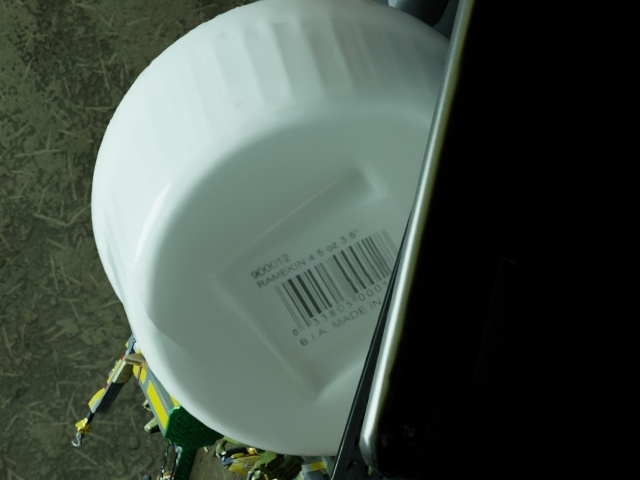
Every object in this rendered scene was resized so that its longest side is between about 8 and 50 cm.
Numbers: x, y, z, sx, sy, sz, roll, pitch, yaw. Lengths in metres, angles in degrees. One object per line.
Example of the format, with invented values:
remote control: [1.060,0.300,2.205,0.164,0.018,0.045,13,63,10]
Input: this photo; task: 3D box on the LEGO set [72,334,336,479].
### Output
LEGO set: [-0.075,0.129,1.498,0.331,0.255,0.192,97,151,-45]

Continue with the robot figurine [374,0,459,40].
robot figurine: [0.096,-0.242,1.298,0.209,0.173,0.278,63,147,33]

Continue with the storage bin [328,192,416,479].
storage bin: [0.071,0.066,0.757,0.122,0.084,0.180,51,-127,-65]

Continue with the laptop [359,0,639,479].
laptop: [0.130,-0.104,0.670,0.236,0.408,0.382,10,86,48]

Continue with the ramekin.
ramekin: [0.000,0.000,1.211,0.135,0.277,0.277,-108,32,-61]
